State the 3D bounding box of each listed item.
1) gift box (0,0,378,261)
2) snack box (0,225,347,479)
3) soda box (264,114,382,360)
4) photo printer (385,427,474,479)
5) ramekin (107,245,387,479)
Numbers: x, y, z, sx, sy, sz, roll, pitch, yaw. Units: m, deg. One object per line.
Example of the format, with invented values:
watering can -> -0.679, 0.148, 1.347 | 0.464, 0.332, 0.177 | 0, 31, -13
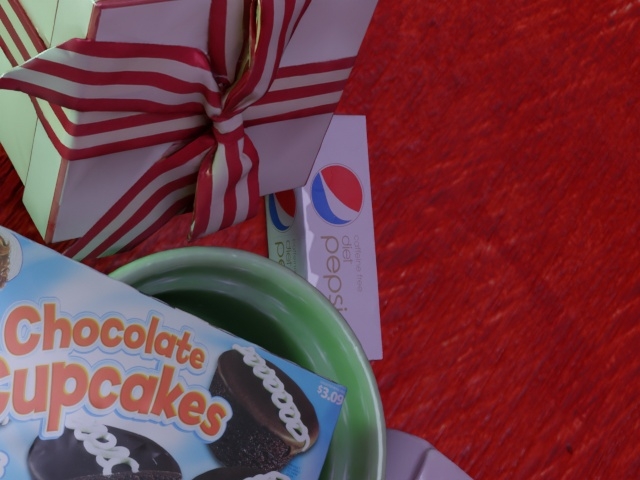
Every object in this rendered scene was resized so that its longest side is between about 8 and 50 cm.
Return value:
gift box -> -0.135, -0.146, 0.953 | 0.276, 0.255, 0.258 | -18, 57, -28
snack box -> -0.148, 0.125, 0.883 | 0.322, 0.060, 0.187 | 27, 71, -26
soda box -> 0.000, 0.000, 1.157 | 0.073, 0.069, 0.216 | -2, 85, -31
photo printer -> 0.065, 0.349, 1.115 | 0.256, 0.107, 0.308 | 45, 64, -35
ramekin -> -0.113, 0.161, 1.024 | 0.303, 0.148, 0.304 | 4, 83, -31
